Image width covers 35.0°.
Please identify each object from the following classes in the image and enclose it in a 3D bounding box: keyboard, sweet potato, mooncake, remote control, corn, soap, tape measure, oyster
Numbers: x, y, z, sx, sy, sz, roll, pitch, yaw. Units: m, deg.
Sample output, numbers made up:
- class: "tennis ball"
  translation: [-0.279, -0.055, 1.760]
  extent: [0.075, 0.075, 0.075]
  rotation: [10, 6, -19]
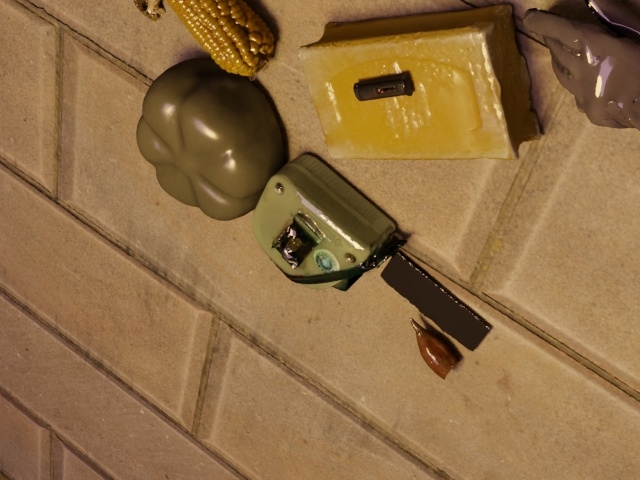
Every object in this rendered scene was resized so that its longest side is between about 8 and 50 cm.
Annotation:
- class: "keyboard"
  translation: [0.184, 0.098, 1.637]
  extent: [0.196, 0.015, 0.074]
  rotation: [39, 135, 10]
- class: "sweet potato"
  translation: [0.183, 0.174, 1.670]
  extent: [0.117, 0.049, 0.049]
  rotation: [52, 139, -4]
- class: "mooncake"
  translation: [-0.188, -0.160, 1.676]
  extent: [0.275, 0.135, 0.275]
  rotation: [26, 139, 25]
- class: "remote control"
  translation: [0.081, -0.203, 1.360]
  extent: [0.091, 0.016, 0.034]
  rotation: [-2, 123, 43]
- class: "corn"
  translation: [-0.190, -0.377, 1.531]
  extent: [0.313, 0.102, 0.102]
  rotation: [49, 139, -1]
- class: "soap"
  translation: [0.130, -0.207, 1.394]
  extent: [0.315, 0.091, 0.199]
  rotation: [4, 122, 39]
- class: "tape measure"
  translation: [0.000, 0.000, 1.648]
  extent: [0.235, 0.115, 0.207]
  rotation: [41, 136, 9]
- class: "oyster"
  translation: [-0.267, -0.403, 1.645]
  extent: [0.083, 0.038, 0.080]
  rotation: [-28, 129, 21]

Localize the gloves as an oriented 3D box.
- class: "gloves"
  translation: [0.362, -0.199, 1.188]
  extent: [0.285, 0.119, 0.142]
  rotation: [34, 116, 19]
